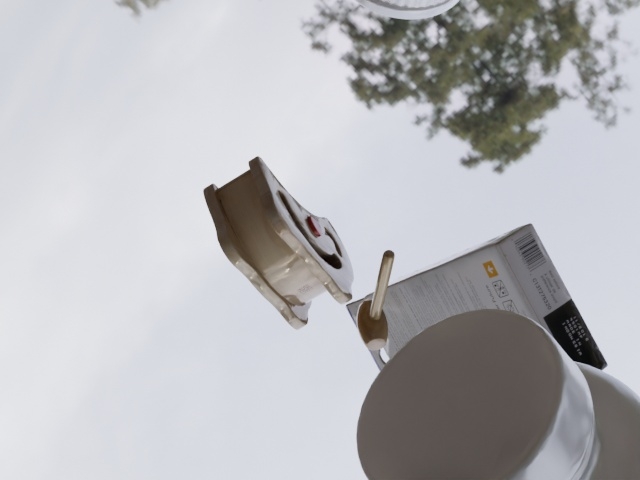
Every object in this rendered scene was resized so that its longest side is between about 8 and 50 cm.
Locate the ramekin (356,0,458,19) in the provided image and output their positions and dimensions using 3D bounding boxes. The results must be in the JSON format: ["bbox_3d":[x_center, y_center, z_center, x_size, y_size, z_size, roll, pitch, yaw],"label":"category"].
[{"bbox_3d":[0.125,-0.430,1.405,0.109,0.207,0.207,105,4,-61],"label":"ramekin"}]

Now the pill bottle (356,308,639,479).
[{"bbox_3d":[0.159,0.187,0.627,0.176,0.318,0.176,-26,-143,22],"label":"pill bottle"}]

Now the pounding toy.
[{"bbox_3d":[0.000,0.000,1.160,0.155,0.269,0.154,-30,-144,14],"label":"pounding toy"}]

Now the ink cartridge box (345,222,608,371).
[{"bbox_3d":[0.168,0.110,1.180,0.069,0.175,0.371,-28,179,-30],"label":"ink cartridge box"}]
